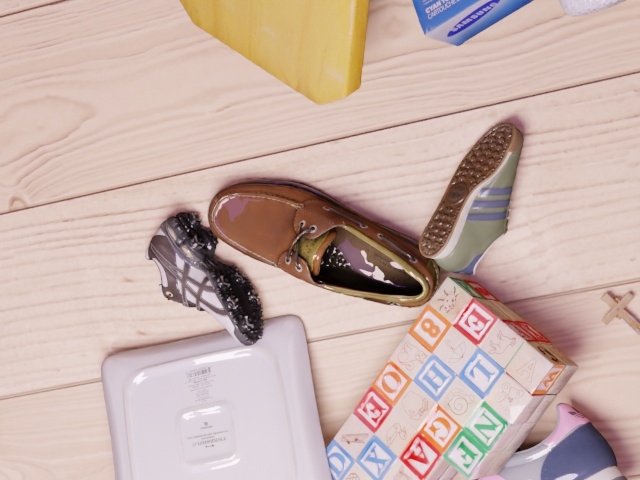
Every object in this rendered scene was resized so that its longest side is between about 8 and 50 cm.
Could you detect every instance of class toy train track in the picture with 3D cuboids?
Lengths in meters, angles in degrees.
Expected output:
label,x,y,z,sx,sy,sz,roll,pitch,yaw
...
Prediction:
label,x,y,z,sx,sy,sz,roll,pitch,yaw
toy train track,0.377,0.095,1.303,0.083,0.014,0.048,43,96,-5

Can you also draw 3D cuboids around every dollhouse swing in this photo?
label,x,y,z,sx,sy,sz,roll,pitch,yaw
dollhouse swing,0.006,-0.392,1.198,0.347,0.305,0.315,35,71,24

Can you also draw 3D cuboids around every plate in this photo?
label,x,y,z,sx,sy,sz,roll,pitch,yaw
plate,-0.137,0.246,1.327,0.277,0.045,0.278,-13,70,6

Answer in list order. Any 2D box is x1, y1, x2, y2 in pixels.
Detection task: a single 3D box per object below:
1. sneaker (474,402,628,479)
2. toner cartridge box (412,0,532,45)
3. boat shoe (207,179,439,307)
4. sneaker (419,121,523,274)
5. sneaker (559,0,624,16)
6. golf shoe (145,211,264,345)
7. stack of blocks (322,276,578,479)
label,x,y,z,sx,sy,sz,roll,pitch,yaw
sneaker,0.222,0.322,1.336,0.319,0.112,0.131,-32,64,18
toner cartridge box,0.239,-0.364,1.124,0.348,0.075,0.165,-28,70,37
boat shoe,0.000,0.000,1.302,0.307,0.104,0.110,16,102,7
sneaker,0.199,-0.043,1.289,0.086,0.064,0.192,36,83,-35
sneaker,0.377,-0.420,1.160,0.366,0.137,0.210,-37,90,9
golf shoe,-0.149,0.062,1.355,0.094,0.077,0.198,-40,76,24
stack of blocks,0.150,0.215,1.287,0.171,0.087,0.297,42,106,30
